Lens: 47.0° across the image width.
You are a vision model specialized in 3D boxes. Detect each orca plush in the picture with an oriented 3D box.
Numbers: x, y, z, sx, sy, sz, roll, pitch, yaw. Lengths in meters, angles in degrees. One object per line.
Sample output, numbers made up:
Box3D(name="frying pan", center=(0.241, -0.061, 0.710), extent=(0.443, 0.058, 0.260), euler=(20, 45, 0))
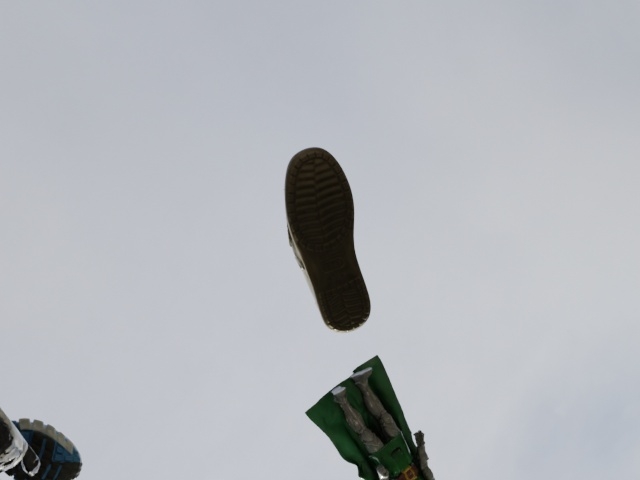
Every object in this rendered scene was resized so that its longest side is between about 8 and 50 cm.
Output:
Box3D(name="orca plush", center=(-0.366, 0.177, 0.704), extent=(0.102, 0.287, 0.151), euler=(-38, -59, -26))

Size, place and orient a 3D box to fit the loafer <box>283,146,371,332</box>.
Box3D(name="loafer", center=(0.000, 0.000, 0.579), extent=(0.056, 0.050, 0.147), euler=(-13, -79, -15))

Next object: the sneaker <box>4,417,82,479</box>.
Box3D(name="sneaker", center=(-0.371, 0.245, 0.880), extent=(0.083, 0.191, 0.071), euler=(97, -169, -68))

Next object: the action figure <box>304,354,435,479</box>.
Box3D(name="action figure", center=(0.094, 0.281, 0.959), extent=(0.137, 0.063, 0.232), euler=(-33, -87, -29))
